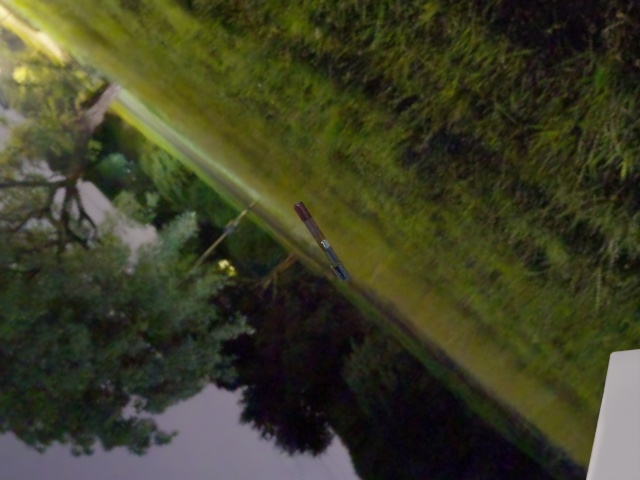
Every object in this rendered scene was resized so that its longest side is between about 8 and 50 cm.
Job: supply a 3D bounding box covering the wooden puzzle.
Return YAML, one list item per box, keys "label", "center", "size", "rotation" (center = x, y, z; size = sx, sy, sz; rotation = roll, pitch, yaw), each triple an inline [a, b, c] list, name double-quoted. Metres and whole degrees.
- label: "wooden puzzle"
  center: [0.000, 0.000, 0.389]
  size: [0.049, 0.006, 0.083]
  rotation: [57, 180, -3]

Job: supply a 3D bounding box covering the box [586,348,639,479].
- label: "box"
  center: [0.313, 0.232, 0.379]
  size: [0.215, 0.168, 0.345]
  rotation: [-16, 111, 35]
